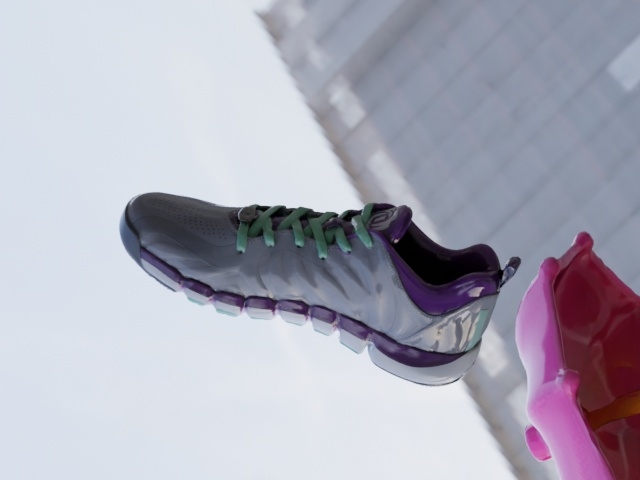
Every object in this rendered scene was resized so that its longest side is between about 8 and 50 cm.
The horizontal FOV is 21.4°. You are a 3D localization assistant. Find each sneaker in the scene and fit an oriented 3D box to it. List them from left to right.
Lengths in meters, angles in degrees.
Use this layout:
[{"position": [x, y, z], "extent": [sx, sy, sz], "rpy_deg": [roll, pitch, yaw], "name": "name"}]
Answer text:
[{"position": [0.000, 0.000, 0.973], "extent": [0.223, 0.098, 0.083], "rpy_deg": [20, -144, -7], "name": "sneaker"}]

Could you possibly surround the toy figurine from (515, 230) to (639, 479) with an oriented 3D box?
[{"position": [0.123, 0.024, 0.373], "extent": [0.159, 0.173, 0.130], "rpy_deg": [17, -178, 24], "name": "toy figurine"}]
